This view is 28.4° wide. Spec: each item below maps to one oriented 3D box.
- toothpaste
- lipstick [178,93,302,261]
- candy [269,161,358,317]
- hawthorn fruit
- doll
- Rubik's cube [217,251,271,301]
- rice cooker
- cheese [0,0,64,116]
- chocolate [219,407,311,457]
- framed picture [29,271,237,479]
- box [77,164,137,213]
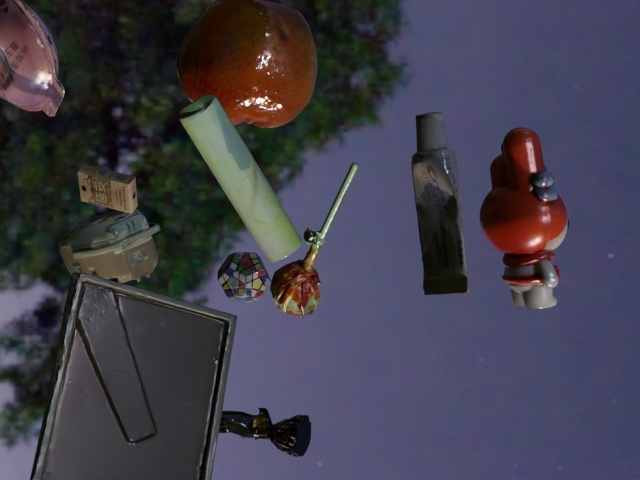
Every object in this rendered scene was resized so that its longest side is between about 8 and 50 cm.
[{"bbox_3d":[0.179,-0.057,1.942,0.099,0.068,0.282,158,-72,-87],"label":"toothpaste"},{"bbox_3d":[-0.133,-0.104,2.118,0.304,0.076,0.076,58,-23,-19],"label":"lipstick"},{"bbox_3d":[0.000,0.001,1.956,0.084,0.078,0.288,44,-56,27],"label":"candy"},{"bbox_3d":[-0.129,-0.369,2.435,0.277,0.277,0.298,26,-68,58],"label":"hawthorn fruit"},{"bbox_3d":[0.325,-0.037,2.027,0.161,0.130,0.290,-170,-109,-69],"label":"doll"},{"bbox_3d":[-0.153,0.073,2.525,0.111,0.093,0.111,-47,-160,23],"label":"Rubik's cube"},{"bbox_3d":[-0.366,0.016,2.201,0.206,0.145,0.127,-1,-70,49],"label":"rice cooker"},{"bbox_3d":[-0.441,-0.285,1.702,0.286,0.074,0.189,48,-40,9],"label":"cheese"},{"bbox_3d":[-0.088,0.271,1.854,0.072,0.147,0.070,72,38,-60],"label":"chocolate"},{"bbox_3d":[-0.233,0.212,1.594,0.024,0.232,0.315,-31,-134,58],"label":"framed picture"},{"bbox_3d":[-0.303,-0.074,1.802,0.024,0.083,0.053,-61,157,-49],"label":"box"}]
